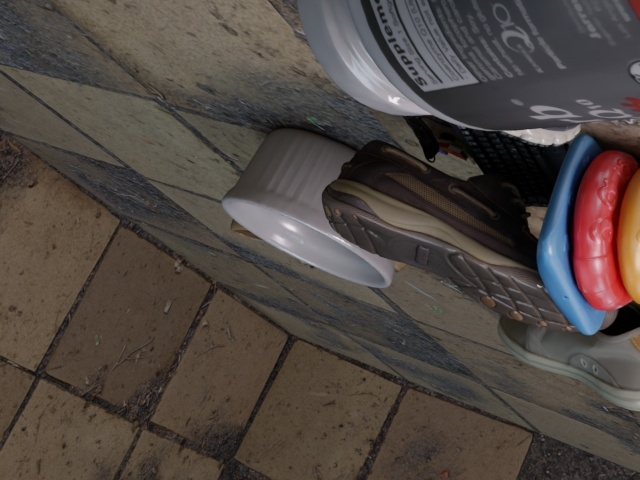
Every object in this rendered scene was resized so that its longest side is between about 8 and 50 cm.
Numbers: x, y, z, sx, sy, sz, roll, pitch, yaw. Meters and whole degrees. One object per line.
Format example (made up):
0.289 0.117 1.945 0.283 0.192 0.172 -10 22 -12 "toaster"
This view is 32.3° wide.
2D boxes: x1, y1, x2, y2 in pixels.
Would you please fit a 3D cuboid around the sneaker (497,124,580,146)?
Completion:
0.149 -0.153 0.941 0.275 0.110 0.107 14 -161 -46 "sneaker"

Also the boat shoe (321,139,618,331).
0.179 -0.015 1.245 0.355 0.130 0.132 25 162 5 "boat shoe"

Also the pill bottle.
0.140 -0.169 0.620 0.210 0.210 0.363 31 168 -23 "pill bottle"

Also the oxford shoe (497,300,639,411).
0.405 0.136 1.647 0.169 0.130 0.449 -10 -170 -15 "oxford shoe"

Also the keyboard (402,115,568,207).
0.171 -0.112 1.215 0.201 0.033 0.317 13 162 32 "keyboard"

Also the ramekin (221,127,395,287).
0.006 -0.050 1.637 0.277 0.135 0.277 26 169 5 "ramekin"

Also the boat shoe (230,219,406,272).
0.000 0.000 1.935 0.341 0.110 0.121 21 167 28 "boat shoe"

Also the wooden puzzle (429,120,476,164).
0.161 -0.114 1.314 0.078 0.014 0.116 26 169 1 "wooden puzzle"

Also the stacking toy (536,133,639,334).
0.375 -0.003 1.056 0.302 0.165 0.175 3 145 36 "stacking toy"
